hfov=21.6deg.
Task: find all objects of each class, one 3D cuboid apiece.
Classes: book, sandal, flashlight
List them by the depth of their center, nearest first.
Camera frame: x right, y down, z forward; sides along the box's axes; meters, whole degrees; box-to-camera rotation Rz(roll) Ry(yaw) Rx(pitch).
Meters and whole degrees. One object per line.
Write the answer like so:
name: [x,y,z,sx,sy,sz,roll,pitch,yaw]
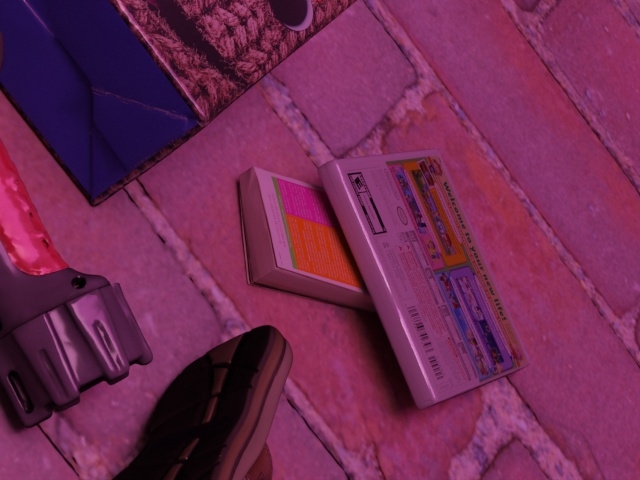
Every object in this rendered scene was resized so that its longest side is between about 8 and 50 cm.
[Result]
flashlight: [-0.210,-0.039,1.106,0.103,0.103,0.304,-24,84,-53]
sandal: [-0.078,0.172,1.109,0.086,0.120,0.303,59,37,-22]
book: [0.000,0.000,1.357,0.144,0.035,0.096,17,54,-41]

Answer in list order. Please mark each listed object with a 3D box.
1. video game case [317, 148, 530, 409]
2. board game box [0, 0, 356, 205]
video game case: [0.091,0.026,1.415,0.193,0.023,0.212,-11,76,-59]
board game box: [-0.124,-0.208,1.269,0.232,0.141,0.291,53,40,-8]
